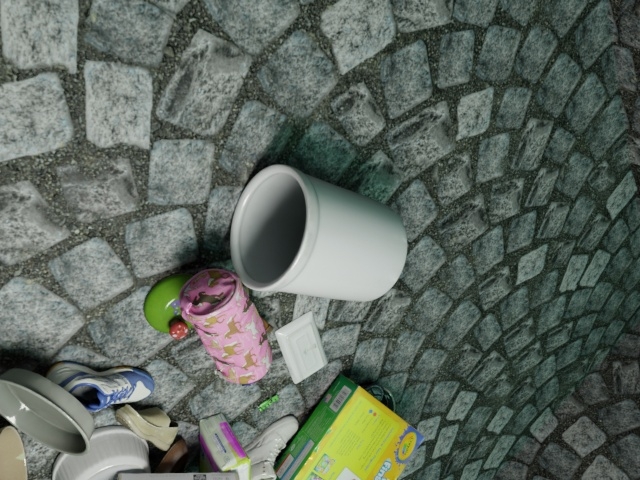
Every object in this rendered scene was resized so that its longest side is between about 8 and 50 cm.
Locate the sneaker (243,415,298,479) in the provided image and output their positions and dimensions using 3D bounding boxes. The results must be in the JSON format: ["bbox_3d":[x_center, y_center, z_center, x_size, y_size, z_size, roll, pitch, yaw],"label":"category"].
[{"bbox_3d":[-0.169,0.754,1.921,0.293,0.169,0.108,-36,128,-15],"label":"sneaker"}]

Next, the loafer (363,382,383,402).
[{"bbox_3d":[0.124,0.671,2.145,0.109,0.095,0.302,40,85,-12],"label":"loafer"}]

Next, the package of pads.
[{"bbox_3d":[-0.309,0.746,1.778,0.101,0.229,0.296,-12,121,-29],"label":"package of pads"}]

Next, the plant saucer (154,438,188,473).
[{"bbox_3d":[-0.462,0.715,1.707,0.198,0.036,0.198,23,90,-79],"label":"plant saucer"}]

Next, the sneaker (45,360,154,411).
[{"bbox_3d":[-0.574,0.409,1.472,0.297,0.131,0.111,16,103,-41],"label":"sneaker"}]

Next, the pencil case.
[{"bbox_3d":[-0.246,0.238,1.481,0.386,0.160,0.167,77,25,-47],"label":"pencil case"}]

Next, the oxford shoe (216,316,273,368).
[{"bbox_3d":[-0.248,0.312,1.698,0.212,0.076,0.076,-42,101,-5],"label":"oxford shoe"}]

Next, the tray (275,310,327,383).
[{"bbox_3d":[-0.055,0.372,1.877,0.145,0.030,0.270,-30,128,-19],"label":"tray"}]

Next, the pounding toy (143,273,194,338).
[{"bbox_3d":[-0.352,0.192,1.517,0.237,0.110,0.182,-7,119,-31],"label":"pounding toy"}]

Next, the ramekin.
[{"bbox_3d":[-0.618,0.682,1.595,0.273,0.127,0.272,-17,125,-27],"label":"ramekin"}]

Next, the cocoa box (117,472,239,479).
[{"bbox_3d":[-0.400,0.807,1.519,0.348,0.228,0.231,8,112,-18],"label":"cocoa box"}]

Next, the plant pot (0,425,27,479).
[{"bbox_3d":[-0.883,0.596,1.313,0.274,0.256,0.256,-6,119,-13],"label":"plant pot"}]

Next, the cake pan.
[{"bbox_3d":[-0.670,0.412,1.337,0.054,0.294,0.293,-60,145,-45],"label":"cake pan"}]

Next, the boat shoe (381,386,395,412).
[{"bbox_3d":[0.234,0.695,2.219,0.079,0.095,0.254,-24,136,-36],"label":"boat shoe"}]

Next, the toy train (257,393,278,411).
[{"bbox_3d":[-0.181,0.557,1.902,0.083,0.017,0.023,-31,119,-17],"label":"toy train"}]

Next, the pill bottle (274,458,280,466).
[{"bbox_3d":[-0.131,0.863,2.046,0.194,0.108,0.108,-10,120,-31],"label":"pill bottle"}]

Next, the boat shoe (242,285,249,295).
[{"bbox_3d":[-0.239,0.210,1.638,0.059,0.063,0.169,-28,138,-50],"label":"boat shoe"}]

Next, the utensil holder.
[{"bbox_3d":[0.000,0.000,1.516,0.386,0.328,0.327,15,106,-42],"label":"utensil holder"}]

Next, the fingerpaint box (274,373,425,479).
[{"bbox_3d":[0.099,0.776,1.996,0.371,0.163,0.444,41,79,-21],"label":"fingerpaint box"}]

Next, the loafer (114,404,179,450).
[{"bbox_3d":[-0.501,0.528,1.613,0.092,0.102,0.268,-55,150,-23],"label":"loafer"}]
